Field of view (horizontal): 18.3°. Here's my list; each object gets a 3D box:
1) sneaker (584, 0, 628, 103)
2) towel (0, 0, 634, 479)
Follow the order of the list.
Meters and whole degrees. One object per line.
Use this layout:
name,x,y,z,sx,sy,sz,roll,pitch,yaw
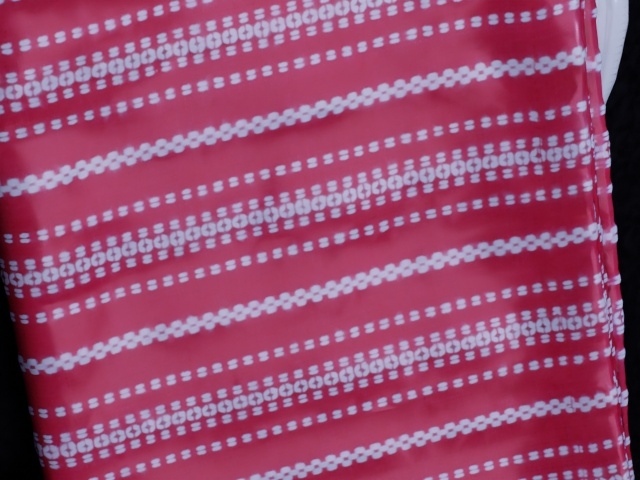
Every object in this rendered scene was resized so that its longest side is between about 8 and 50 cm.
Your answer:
sneaker,0.038,-0.009,0.682,0.094,0.080,0.212,-1,112,-19
towel,0.000,0.000,0.620,0.199,0.031,0.274,-12,112,-9
